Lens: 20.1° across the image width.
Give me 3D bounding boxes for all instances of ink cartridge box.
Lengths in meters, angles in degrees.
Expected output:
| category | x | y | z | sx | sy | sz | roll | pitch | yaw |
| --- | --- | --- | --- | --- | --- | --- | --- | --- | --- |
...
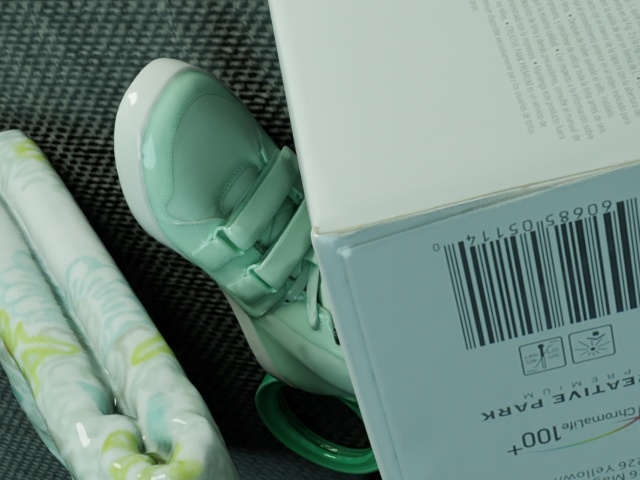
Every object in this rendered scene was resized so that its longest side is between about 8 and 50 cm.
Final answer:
| category | x | y | z | sx | sy | sz | roll | pitch | yaw |
| --- | --- | --- | --- | --- | --- | --- | --- | --- | --- |
| ink cartridge box | 0.065 | -0.019 | 0.714 | 0.130 | 0.309 | 0.271 | -14 | 132 | 2 |

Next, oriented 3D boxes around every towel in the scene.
| category | x | y | z | sx | sy | sz | roll | pitch | yaw |
| --- | --- | --- | --- | --- | --- | --- | --- | --- | --- |
| towel | -0.115 | 0.139 | 1.092 | 0.374 | 0.090 | 0.320 | 50 | 164 | 48 |

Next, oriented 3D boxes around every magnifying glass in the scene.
| category | x | y | z | sx | sy | sz | roll | pitch | yaw |
| --- | --- | --- | --- | --- | --- | --- | --- | --- | --- |
| magnifying glass | 0.055 | 0.118 | 1.133 | 0.231 | 0.026 | 0.092 | 2 | 133 | 37 |

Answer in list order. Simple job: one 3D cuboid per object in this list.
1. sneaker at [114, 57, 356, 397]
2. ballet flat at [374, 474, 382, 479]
| category | x | y | z | sx | sy | sz | roll | pitch | yaw |
| --- | --- | --- | --- | --- | --- | --- | --- | --- | --- |
| sneaker | 0.000 | 0.000 | 0.978 | 0.151 | 0.094 | 0.256 | 11 | 148 | 39 |
| ballet flat | 0.121 | 0.206 | 1.118 | 0.280 | 0.096 | 0.095 | -5 | 127 | 42 |
